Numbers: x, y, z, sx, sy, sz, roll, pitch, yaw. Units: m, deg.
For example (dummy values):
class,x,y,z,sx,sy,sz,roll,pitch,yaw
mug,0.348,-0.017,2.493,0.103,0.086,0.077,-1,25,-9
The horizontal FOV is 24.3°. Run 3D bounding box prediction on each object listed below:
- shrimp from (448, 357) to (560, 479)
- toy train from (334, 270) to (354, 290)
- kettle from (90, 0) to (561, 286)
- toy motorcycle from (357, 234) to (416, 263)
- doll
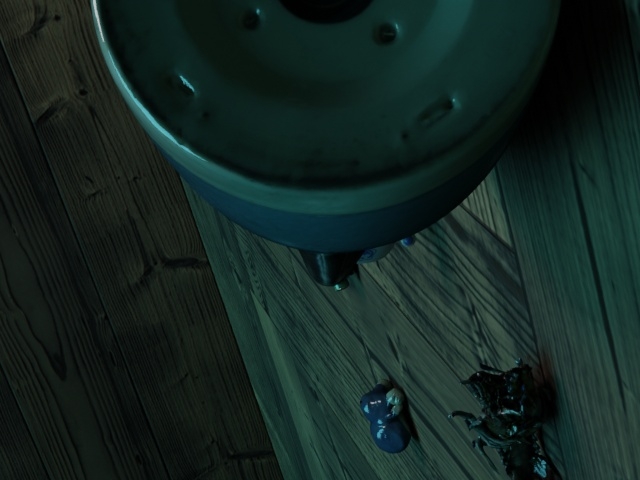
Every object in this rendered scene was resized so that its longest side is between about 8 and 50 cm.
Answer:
class,x,y,z,sx,sy,sz,roll,pitch,yaw
shrimp,0.143,0.145,1.182,0.076,0.082,0.174,53,169,42
toy train,0.000,0.000,1.721,0.081,0.050,0.122,-160,48,-83
kettle,0.015,-0.142,0.932,0.342,0.247,0.319,74,-157,-78
toy motorcycle,0.025,-0.062,1.340,0.221,0.102,0.150,-142,53,-66
doll,0.078,0.209,1.756,0.076,0.050,0.083,-130,19,-74
